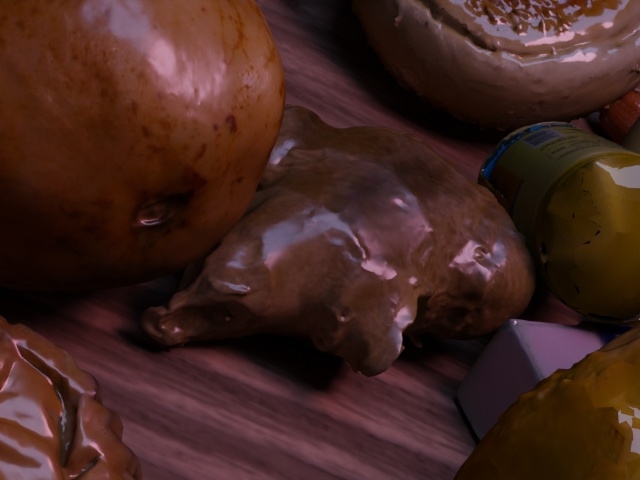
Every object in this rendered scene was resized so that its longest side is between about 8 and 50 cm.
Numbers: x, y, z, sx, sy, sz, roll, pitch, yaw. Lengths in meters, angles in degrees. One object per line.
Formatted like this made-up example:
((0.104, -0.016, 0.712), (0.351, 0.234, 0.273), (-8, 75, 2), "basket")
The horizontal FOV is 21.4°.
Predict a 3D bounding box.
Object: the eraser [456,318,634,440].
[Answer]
((0.246, 0.131, 1.183), (0.287, 0.086, 0.130), (6, 42, -34), "eraser")

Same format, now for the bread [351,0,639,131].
((0.170, -0.219, 1.464), (0.306, 0.159, 0.305), (3, 56, -5), "bread")

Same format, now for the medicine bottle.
((0.193, -0.016, 1.225), (0.124, 0.124, 0.239), (27, 8, -8), "medicine bottle")

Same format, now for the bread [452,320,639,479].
((0.218, 0.169, 0.905), (0.250, 0.361, 0.394), (4, 13, 43), "bread")

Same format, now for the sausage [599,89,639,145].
((0.381, -0.026, 1.524), (0.348, 0.053, 0.053), (42, 35, 14), "sausage")

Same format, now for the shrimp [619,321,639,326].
((0.278, 0.022, 1.271), (0.091, 0.184, 0.043), (10, 18, 0), "shrimp")

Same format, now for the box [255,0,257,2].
((-0.197, -0.277, 1.290), (0.312, 0.175, 0.182), (16, 27, -23), "box")

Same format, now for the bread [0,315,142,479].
((-0.186, 0.135, 0.775), (0.274, 0.149, 0.274), (24, 39, -21), "bread")

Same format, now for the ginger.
((0.000, 0.000, 1.117), (0.270, 0.123, 0.219), (-6, 52, -43), "ginger")

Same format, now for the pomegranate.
((-0.143, -0.080, 1.015), (0.248, 0.248, 0.248), (21, 35, -16), "pomegranate")

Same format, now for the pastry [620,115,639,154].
((0.366, -0.050, 1.369), (0.265, 0.265, 0.133), (9, 40, -31), "pastry")
